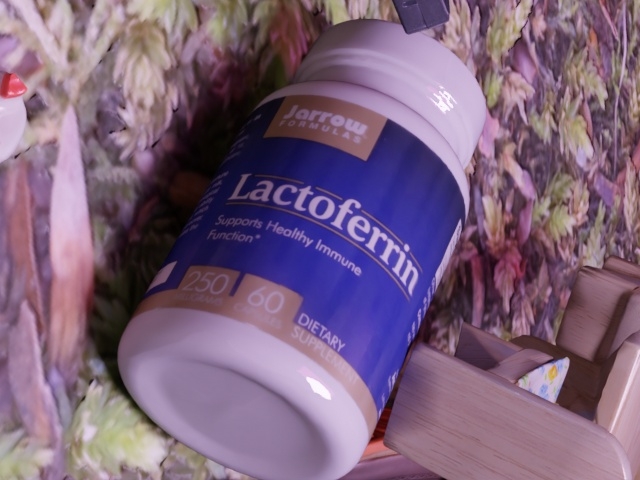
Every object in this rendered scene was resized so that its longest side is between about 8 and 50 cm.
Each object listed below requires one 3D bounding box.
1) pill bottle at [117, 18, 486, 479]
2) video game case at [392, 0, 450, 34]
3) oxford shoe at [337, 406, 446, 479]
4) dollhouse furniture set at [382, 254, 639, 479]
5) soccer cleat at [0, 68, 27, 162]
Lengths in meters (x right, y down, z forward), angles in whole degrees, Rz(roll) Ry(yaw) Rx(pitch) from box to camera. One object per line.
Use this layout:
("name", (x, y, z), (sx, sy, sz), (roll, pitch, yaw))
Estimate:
("pill bottle", (0.000, 0.000, 0.888), (0.153, 0.153, 0.264), (59, 46, -40))
("video game case", (0.021, -0.301, 0.898), (0.275, 0.035, 0.248), (-89, 158, -49))
("oxford shoe", (0.057, 0.168, 1.044), (0.271, 0.097, 0.098), (10, 90, -56))
("dollhouse furniture set", (0.195, 0.250, 0.993), (0.362, 0.256, 0.394), (-15, 125, -60))
("soccer cleat", (-0.216, -0.094, 0.639), (0.196, 0.076, 0.068), (41, 61, -27))
